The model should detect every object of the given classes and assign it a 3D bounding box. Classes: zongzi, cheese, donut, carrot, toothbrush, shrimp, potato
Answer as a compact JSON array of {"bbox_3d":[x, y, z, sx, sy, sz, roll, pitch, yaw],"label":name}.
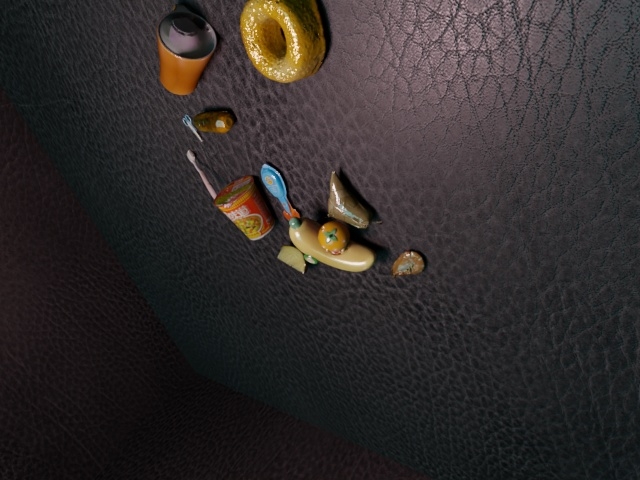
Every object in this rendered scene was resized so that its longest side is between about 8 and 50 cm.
[{"bbox_3d":[0.112,-0.131,1.614,0.188,0.081,0.178,22,134,22],"label":"zongzi"},{"bbox_3d":[-0.153,-0.179,1.860,0.106,0.037,0.256,1,128,46],"label":"cheese"},{"bbox_3d":[-0.110,-0.567,1.358,0.277,0.108,0.278,26,141,23],"label":"donut"},{"bbox_3d":[-0.387,-0.432,1.796,0.173,0.082,0.082,7,131,41],"label":"carrot"},{"bbox_3d":[-0.480,-0.265,2.017,0.307,0.025,0.030,55,142,24],"label":"toothbrush"},{"bbox_3d":[0.290,0.092,1.689,0.091,0.043,0.184,42,144,-3],"label":"shrimp"},{"bbox_3d":[-0.083,0.080,2.027,0.149,0.081,0.120,29,-178,29],"label":"potato"}]

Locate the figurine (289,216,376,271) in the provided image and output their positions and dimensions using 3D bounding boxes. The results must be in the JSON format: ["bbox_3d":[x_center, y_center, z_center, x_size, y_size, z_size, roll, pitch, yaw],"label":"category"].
[{"bbox_3d":[0.042,0.006,1.714,0.324,0.124,0.222,21,155,16],"label":"figurine"}]

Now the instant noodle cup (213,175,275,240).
[{"bbox_3d":[-0.286,-0.117,1.946,0.193,0.193,0.212,1,134,44],"label":"instant noodle cup"}]

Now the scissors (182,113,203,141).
[{"bbox_3d":[-0.507,-0.445,1.957,0.119,0.014,0.058,53,145,-6],"label":"scissors"}]

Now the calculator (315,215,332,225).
[{"bbox_3d":[0.000,0.000,1.902,0.161,0.021,0.261,53,143,-12],"label":"calculator"}]

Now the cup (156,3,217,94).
[{"bbox_3d":[-0.456,-0.626,1.618,0.264,0.182,0.226,-39,63,61],"label":"cup"}]
